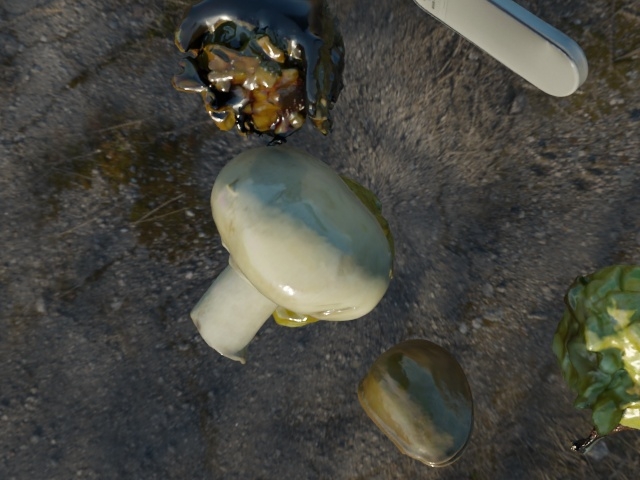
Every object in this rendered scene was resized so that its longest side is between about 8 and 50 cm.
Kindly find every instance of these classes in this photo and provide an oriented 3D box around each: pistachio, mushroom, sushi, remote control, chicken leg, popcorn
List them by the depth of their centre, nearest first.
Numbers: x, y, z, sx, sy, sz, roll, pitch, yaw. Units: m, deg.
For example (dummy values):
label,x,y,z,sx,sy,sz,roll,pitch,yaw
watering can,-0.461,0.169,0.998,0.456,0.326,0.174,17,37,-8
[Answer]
label,x,y,z,sx,sy,sz,roll,pitch,yaw
remote control,0.190,-0.243,0.777,0.022,0.077,0.245,-42,70,-17
popcorn,0.355,0.123,0.803,0.167,0.187,0.185,30,106,30
sushi,-0.078,-0.242,0.971,0.204,0.213,0.200,-2,67,14
mushroom,-0.069,0.037,1.075,0.314,0.314,0.336,41,100,1
pistachio,0.210,0.324,1.416,0.212,0.163,0.260,-40,59,-3
chicken leg,0.611,0.371,1.419,0.106,0.051,0.253,35,127,-28

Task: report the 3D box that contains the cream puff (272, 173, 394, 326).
label,x,y,z,sx,sy,sz,roll,pitch,yaw
cream puff,0.003,-0.008,1.353,0.323,0.270,0.274,-30,90,-17
